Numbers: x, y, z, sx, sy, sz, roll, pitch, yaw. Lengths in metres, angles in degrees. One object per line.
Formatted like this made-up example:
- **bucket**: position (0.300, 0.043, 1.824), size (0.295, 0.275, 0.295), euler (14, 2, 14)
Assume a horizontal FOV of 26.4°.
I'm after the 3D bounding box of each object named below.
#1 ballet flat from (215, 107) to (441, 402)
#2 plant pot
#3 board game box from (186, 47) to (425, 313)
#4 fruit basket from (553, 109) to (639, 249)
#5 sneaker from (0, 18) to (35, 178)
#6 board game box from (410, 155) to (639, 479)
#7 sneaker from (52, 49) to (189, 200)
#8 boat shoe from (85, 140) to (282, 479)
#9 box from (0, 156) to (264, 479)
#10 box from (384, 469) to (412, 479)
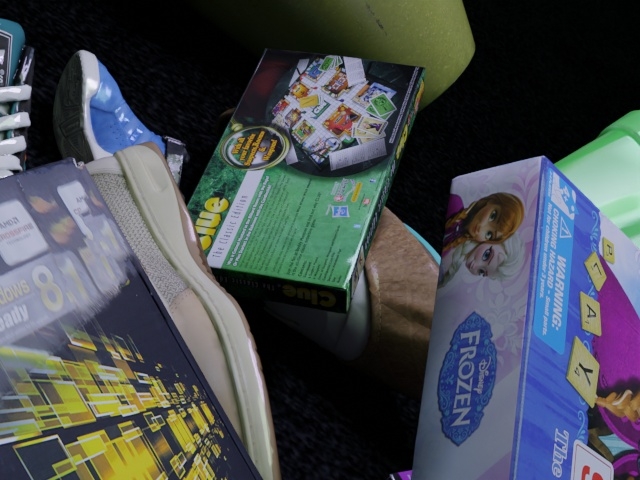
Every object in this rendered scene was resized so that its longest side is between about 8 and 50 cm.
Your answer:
- **ballet flat**: position (0.000, 0.000, 1.039), size (0.124, 0.116, 0.342), euler (-2, 43, -27)
- **plant pot**: position (0.010, -0.258, 1.322), size (0.293, 0.274, 0.275), euler (49, 22, -19)
- **board game box**: position (-0.013, -0.054, 1.016), size (0.136, 0.030, 0.260), euler (11, 44, 11)
- **fruit basket**: position (0.322, 0.101, 1.152), size (0.392, 0.283, 0.392), euler (16, 41, -14)
- **sneaker**: position (-0.223, -0.069, 0.810), size (0.108, 0.121, 0.302), euler (13, 37, -44)
- **board game box**: position (0.165, 0.169, 0.752), size (0.318, 0.066, 0.319), euler (36, 53, -40)
- **sneaker**: position (-0.142, -0.072, 0.996), size (0.084, 0.058, 0.152), euler (13, 40, -34)
- **boat shoe**: position (-0.100, 0.062, 0.810), size (0.098, 0.109, 0.302), euler (-16, 50, -13)
- **box**: position (-0.144, 0.158, 0.492), size (0.318, 0.097, 0.395), euler (59, 27, 1)
- **box**: position (0.117, 0.205, 0.939), size (0.162, 0.029, 0.116), euler (2, 46, -51)
